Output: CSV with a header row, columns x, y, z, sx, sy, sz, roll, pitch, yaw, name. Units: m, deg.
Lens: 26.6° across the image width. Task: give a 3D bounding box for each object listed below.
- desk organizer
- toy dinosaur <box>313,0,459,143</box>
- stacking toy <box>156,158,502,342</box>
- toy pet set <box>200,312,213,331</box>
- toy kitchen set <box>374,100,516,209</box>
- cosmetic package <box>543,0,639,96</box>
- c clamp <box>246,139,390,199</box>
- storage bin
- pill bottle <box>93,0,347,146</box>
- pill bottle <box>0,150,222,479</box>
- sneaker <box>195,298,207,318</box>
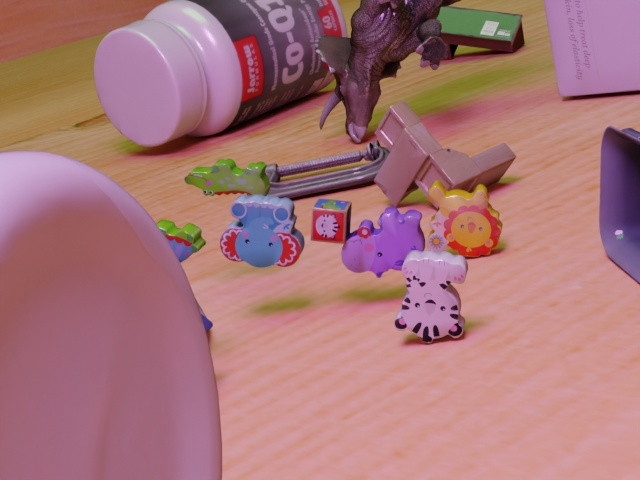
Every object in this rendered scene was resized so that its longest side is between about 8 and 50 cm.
x,y,z,sx,sy,sz,roll,pitch,yaw,name
0.185,-0.255,1.683,0.130,0.050,0.047,11,58,22,desk organizer
0.096,-0.247,1.321,0.314,0.121,0.160,-54,22,-6,toy dinosaur
0.000,0.000,0.861,0.221,0.052,0.167,7,19,10,stacking toy
-0.127,0.070,0.772,0.114,0.065,0.122,-6,17,22,toy pet set
0.092,-0.065,1.079,0.075,0.083,0.068,-24,-22,-36,toy kitchen set
0.373,-0.299,1.395,0.156,0.217,0.385,0,18,37,cosmetic package
-0.003,-0.066,1.231,0.160,0.022,0.137,-9,16,16,c clamp
0.228,-0.026,0.794,0.091,0.098,0.135,-4,15,-7,storage bin
-0.113,-0.215,1.580,0.161,0.161,0.283,2,22,42,pill bottle
-0.240,0.088,0.530,0.362,0.210,0.210,-6,17,21,pill bottle
-0.143,0.038,0.915,0.094,0.080,0.212,-36,23,-8,sneaker
